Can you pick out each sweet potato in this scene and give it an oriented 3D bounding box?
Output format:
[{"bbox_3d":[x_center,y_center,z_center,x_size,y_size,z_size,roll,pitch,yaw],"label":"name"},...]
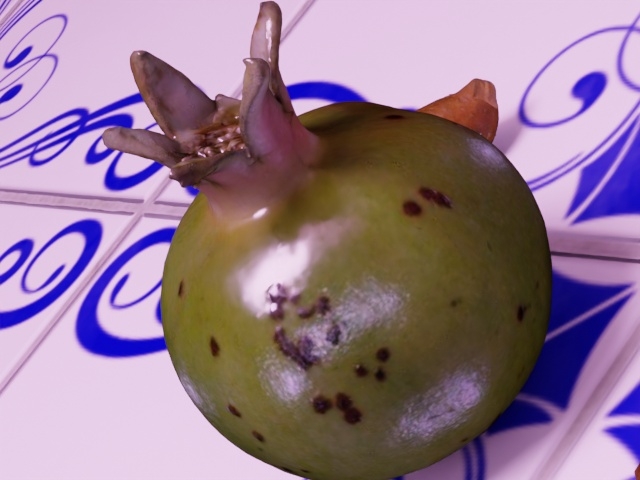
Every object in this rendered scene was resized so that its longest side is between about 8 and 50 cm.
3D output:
[{"bbox_3d":[0.023,-0.014,1.051,0.195,0.056,0.056,-48,27,-2],"label":"sweet potato"}]

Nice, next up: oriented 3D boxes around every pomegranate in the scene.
[{"bbox_3d":[0.000,0.000,0.874,0.181,0.224,0.181,-23,34,17],"label":"pomegranate"}]

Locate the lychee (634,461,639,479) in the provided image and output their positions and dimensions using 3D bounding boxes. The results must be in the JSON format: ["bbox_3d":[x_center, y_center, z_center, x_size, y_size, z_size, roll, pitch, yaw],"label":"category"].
[{"bbox_3d":[0.167,0.111,0.545,0.194,0.194,0.194,-32,29,20],"label":"lychee"}]
